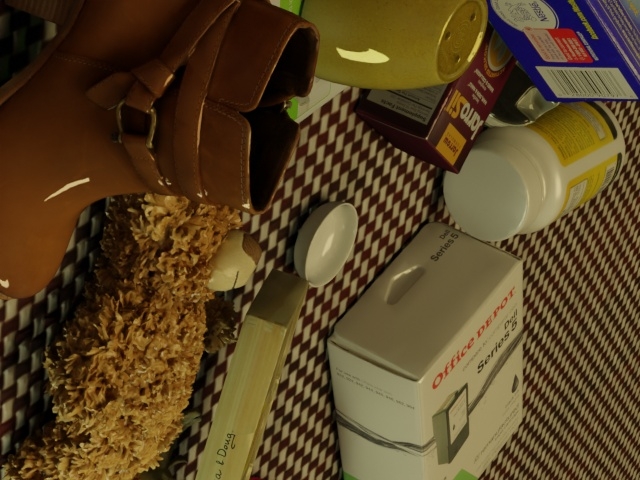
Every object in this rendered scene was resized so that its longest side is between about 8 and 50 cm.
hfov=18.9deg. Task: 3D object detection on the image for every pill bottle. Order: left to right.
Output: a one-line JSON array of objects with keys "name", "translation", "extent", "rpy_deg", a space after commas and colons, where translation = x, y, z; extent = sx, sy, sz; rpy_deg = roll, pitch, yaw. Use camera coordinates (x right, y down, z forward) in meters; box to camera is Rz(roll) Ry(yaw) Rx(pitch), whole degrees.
[{"name": "pill bottle", "translation": [0.222, -0.076, 2.007], "extent": [0.208, 0.119, 0.119], "rpy_deg": [-27, 135, -51]}]

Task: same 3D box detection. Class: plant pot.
[{"name": "plant pot", "translation": [0.063, -0.161, 1.383], "extent": [0.134, 0.095, 0.134], "rpy_deg": [-43, 148, -36]}]

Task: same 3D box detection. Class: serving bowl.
[{"name": "serving bowl", "translation": [0.000, 0.000, 1.762], "extent": [0.083, 0.027, 0.083], "rpy_deg": [-42, 145, -39]}]

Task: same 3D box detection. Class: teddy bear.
[{"name": "teddy bear", "translation": [-0.137, 0.096, 1.499], "extent": [0.338, 0.113, 0.245], "rpy_deg": [-62, 156, -5]}]

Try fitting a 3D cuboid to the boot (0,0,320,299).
[{"name": "boot", "translation": [-0.119, -0.058, 1.272], "extent": [0.109, 0.220, 0.283], "rpy_deg": [-7, 119, -60]}]

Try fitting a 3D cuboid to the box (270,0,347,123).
[{"name": "box", "translation": [-0.031, -0.228, 1.398], "extent": [0.231, 0.127, 0.262], "rpy_deg": [-41, 145, -41]}]

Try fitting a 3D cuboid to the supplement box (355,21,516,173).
[{"name": "supplement box", "translation": [0.123, -0.171, 1.783], "extent": [0.188, 0.081, 0.104], "rpy_deg": [-63, 153, -5]}]

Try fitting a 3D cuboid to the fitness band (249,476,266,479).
[{"name": "fitness band", "translation": [-0.115, 0.343, 1.823], "extent": [0.291, 0.054, 0.209], "rpy_deg": [-34, 138, -48]}]

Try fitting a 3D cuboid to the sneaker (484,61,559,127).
[{"name": "sneaker", "translation": [0.259, -0.242, 1.919], "extent": [0.330, 0.122, 0.146], "rpy_deg": [-43, -179, -6]}]

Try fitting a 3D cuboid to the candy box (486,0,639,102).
[{"name": "candy box", "translation": [0.235, -0.322, 1.700], "extent": [0.268, 0.122, 0.317], "rpy_deg": [44, 57, -53]}]

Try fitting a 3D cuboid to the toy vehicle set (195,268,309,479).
[{"name": "toy vehicle set", "translation": [-0.072, 0.169, 1.621], "extent": [0.166, 0.035, 0.266], "rpy_deg": [-62, 169, -78]}]

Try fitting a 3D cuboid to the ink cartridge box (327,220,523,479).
[{"name": "ink cartridge box", "translation": [0.114, 0.148, 2.001], "extent": [0.198, 0.115, 0.272], "rpy_deg": [-48, 149, -32]}]

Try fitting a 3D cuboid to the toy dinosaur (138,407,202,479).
[{"name": "toy dinosaur", "translation": [-0.157, 0.227, 1.660], "extent": [0.183, 0.053, 0.092], "rpy_deg": [-59, 139, -29]}]
